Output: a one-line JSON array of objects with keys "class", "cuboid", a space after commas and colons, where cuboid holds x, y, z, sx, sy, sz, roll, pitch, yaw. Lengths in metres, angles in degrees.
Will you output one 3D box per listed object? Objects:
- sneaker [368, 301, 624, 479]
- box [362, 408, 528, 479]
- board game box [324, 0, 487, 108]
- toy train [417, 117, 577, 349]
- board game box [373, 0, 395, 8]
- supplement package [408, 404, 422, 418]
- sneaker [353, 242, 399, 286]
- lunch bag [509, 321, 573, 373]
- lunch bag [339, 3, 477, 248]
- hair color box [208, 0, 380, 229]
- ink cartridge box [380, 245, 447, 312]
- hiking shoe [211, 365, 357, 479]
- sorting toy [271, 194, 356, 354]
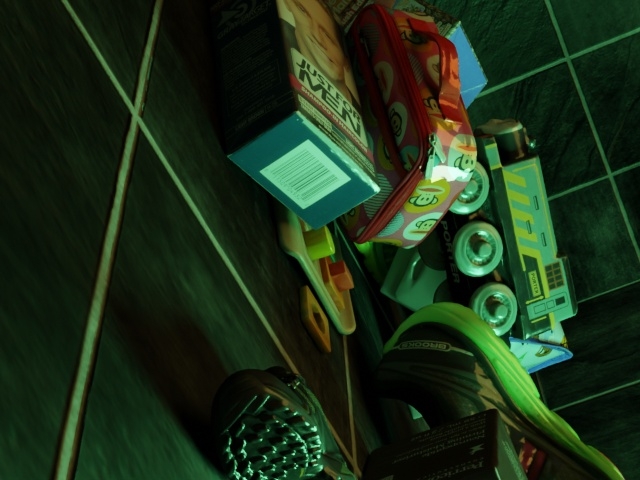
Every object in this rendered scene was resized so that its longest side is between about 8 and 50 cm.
[{"class": "sneaker", "cuboid": [0.243, 0.305, 1.465, 0.483, 0.202, 0.185, 48, -15, 18]}, {"class": "box", "cuboid": [0.151, 0.315, 1.276, 0.203, 0.168, 0.167, -47, 115, -77]}, {"class": "board game box", "cuboid": [0.126, -0.348, 2.060, 0.291, 0.141, 0.232, 36, -4, 27]}, {"class": "toy train", "cuboid": [0.243, -0.007, 1.603, 0.142, 0.190, 0.333, 5, -69, 66]}, {"class": "board game box", "cuboid": [-0.037, -0.473, 1.620, 0.319, 0.066, 0.318, 20, 30, -15]}, {"class": "supplement package", "cuboid": [0.182, 0.192, 1.778, 0.179, 0.105, 0.105, -37, 107, -77]}, {"class": "sneaker", "cuboid": [0.118, -0.011, 1.806, 0.295, 0.124, 0.109, 56, 17, -48]}, {"class": "lunch bag", "cuboid": [0.279, 0.080, 2.129, 0.385, 0.239, 0.327, 21, 47, -52]}, {"class": "lunch bag", "cuboid": [0.102, -0.161, 1.514, 0.120, 0.258, 0.293, 5, 52, -29]}, {"class": "hair color box", "cuboid": [-0.038, -0.200, 1.418, 0.174, 0.105, 0.347, 40, 28, -41]}, {"class": "ink cartridge box", "cuboid": [0.202, 0.051, 1.779, 0.127, 0.128, 0.176, 29, 13, 28]}, {"class": "hiking shoe", "cuboid": [-0.044, 0.153, 0.963, 0.114, 0.086, 0.227, 60, -1, 36]}, {"class": "sorting toy", "cuboid": [0.000, 0.000, 1.453, 0.196, 0.047, 0.347, 56, 17, -45]}]
